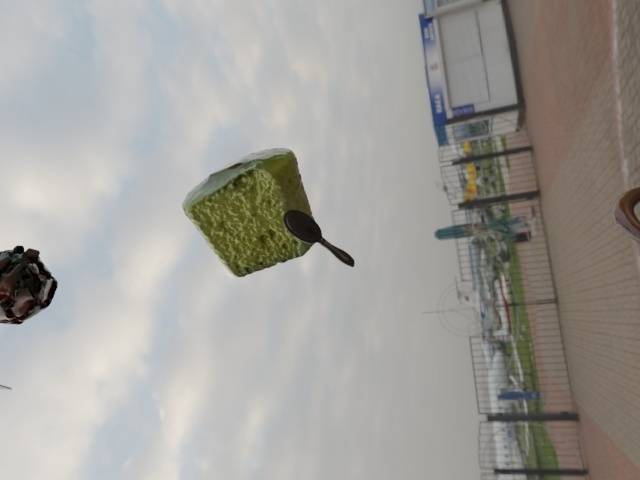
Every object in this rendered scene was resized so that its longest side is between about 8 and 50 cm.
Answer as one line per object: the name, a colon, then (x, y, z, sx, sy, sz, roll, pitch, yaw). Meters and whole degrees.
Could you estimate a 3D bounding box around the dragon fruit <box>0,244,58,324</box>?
dragon fruit: (-0.681, 0.100, 1.048, 0.188, 0.182, 0.182, 95, -177, -50)

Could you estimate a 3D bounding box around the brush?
brush: (0.000, 0.000, 0.436, 0.083, 0.008, 0.024, 37, -101, -18)

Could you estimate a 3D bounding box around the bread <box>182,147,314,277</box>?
bread: (-0.072, -0.036, 0.518, 0.111, 0.129, 0.114, -82, -29, -63)

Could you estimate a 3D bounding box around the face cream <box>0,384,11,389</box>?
face cream: (-0.783, 0.234, 0.853, 0.135, 0.385, 0.086, 125, 153, -61)

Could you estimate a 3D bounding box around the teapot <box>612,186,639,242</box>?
teapot: (0.221, 0.032, 0.239, 0.173, 0.116, 0.116, 58, -177, 34)
